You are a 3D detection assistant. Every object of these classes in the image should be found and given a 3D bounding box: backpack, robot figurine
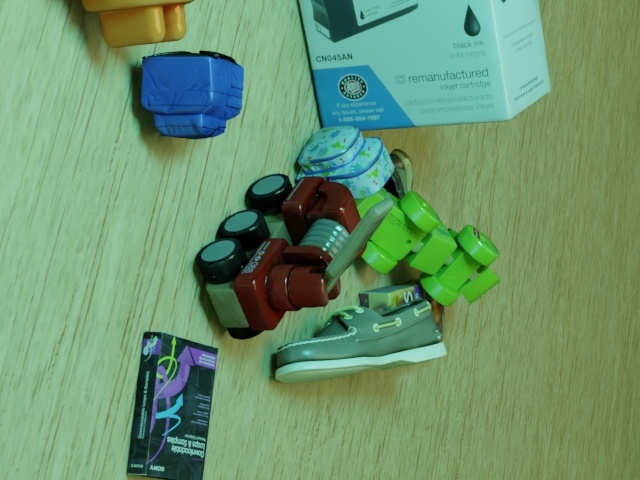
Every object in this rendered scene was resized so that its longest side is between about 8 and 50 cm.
[{"bbox_3d":[0.032,-0.102,1.869,0.105,0.114,0.084,-58,137,-42],"label":"backpack"},{"bbox_3d":[-0.144,-0.166,1.592,0.120,0.098,0.101,-18,114,-72],"label":"backpack"},{"bbox_3d":[-0.196,-0.316,1.473,0.158,0.128,0.219,-11,101,-24],"label":"robot figurine"}]

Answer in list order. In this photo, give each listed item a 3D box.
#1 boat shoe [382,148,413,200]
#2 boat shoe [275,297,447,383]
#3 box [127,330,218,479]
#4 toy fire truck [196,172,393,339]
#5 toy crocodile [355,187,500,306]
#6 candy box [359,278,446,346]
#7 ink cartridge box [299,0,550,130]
[{"bbox_3d":[0.109,-0.062,2.071,0.049,0.056,0.152,-28,124,-29],"label":"boat shoe"},{"bbox_3d":[0.049,0.133,1.887,0.305,0.109,0.091,-4,79,-46],"label":"boat shoe"},{"bbox_3d":[-0.167,0.193,1.601,0.116,0.029,0.162,24,70,-57],"label":"box"},{"bbox_3d":[0.000,0.000,1.678,0.217,0.246,0.158,-55,135,-45],"label":"toy fire truck"},{"bbox_3d":[0.148,0.001,2.042,0.340,0.115,0.105,28,21,-37],"label":"toy crocodile"},{"bbox_3d":[0.125,0.120,2.086,0.187,0.053,0.109,-10,98,-58],"label":"candy box"},{"bbox_3d":[0.122,-0.358,1.864,0.166,0.285,0.395,-35,118,-55],"label":"ink cartridge box"}]
